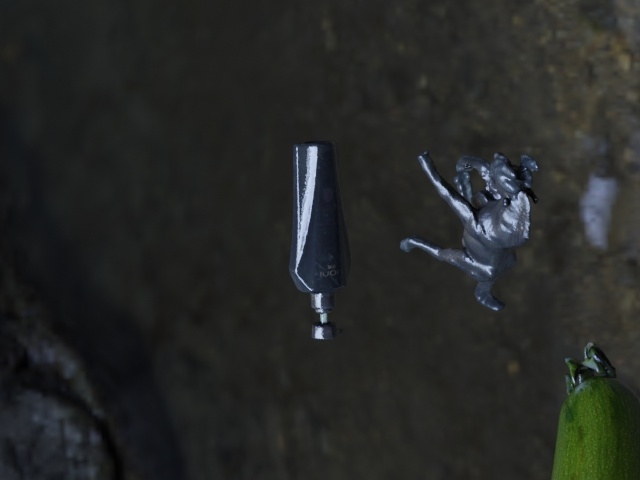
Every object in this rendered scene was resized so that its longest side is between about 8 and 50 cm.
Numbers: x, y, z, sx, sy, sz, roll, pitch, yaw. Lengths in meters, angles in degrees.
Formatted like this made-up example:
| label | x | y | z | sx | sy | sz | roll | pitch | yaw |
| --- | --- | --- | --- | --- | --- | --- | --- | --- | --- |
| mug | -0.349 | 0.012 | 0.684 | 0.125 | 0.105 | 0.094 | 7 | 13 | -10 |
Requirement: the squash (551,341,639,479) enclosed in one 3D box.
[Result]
| label | x | y | z | sx | sy | sz | roll | pitch | yaw |
| --- | --- | --- | --- | --- | --- | --- | --- | --- | --- |
| squash | 0.167 | 0.195 | 0.980 | 0.080 | 0.071 | 0.318 | -35 | 27 | 49 |

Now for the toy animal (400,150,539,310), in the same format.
| label | x | y | z | sx | sy | sz | roll | pitch | yaw |
| --- | --- | --- | --- | --- | --- | --- | --- | --- | --- |
| toy animal | 0.170 | -0.016 | 1.699 | 0.148 | 0.084 | 0.233 | 49 | 150 | 31 |

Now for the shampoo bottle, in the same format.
| label | x | y | z | sx | sy | sz | roll | pitch | yaw |
| --- | --- | --- | --- | --- | --- | --- | --- | --- | --- |
| shampoo bottle | 0.000 | 0.000 | 1.086 | 0.027 | 0.048 | 0.137 | 9 | 104 | 58 |
